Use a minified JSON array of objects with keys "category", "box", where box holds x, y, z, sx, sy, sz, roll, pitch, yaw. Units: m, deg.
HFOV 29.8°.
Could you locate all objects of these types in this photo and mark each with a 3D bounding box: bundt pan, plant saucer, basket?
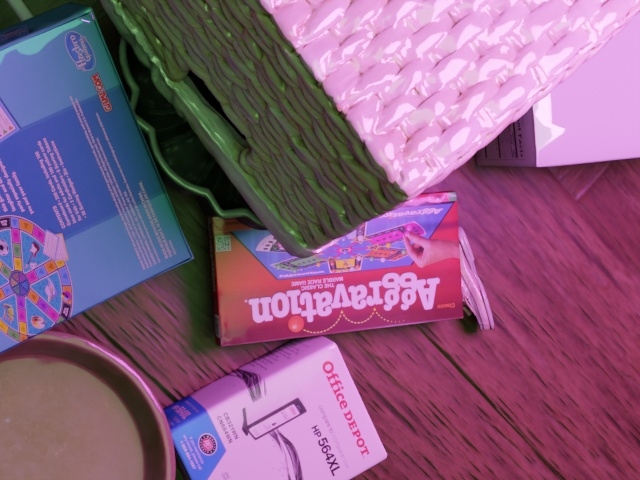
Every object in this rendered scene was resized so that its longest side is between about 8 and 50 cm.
[{"category":"bundt pan","box":[-0.053,-0.156,1.224,0.331,0.124,0.330,4,77,-20]},{"category":"plant saucer","box":[-0.278,0.225,1.153,0.278,0.041,0.277,2,85,-22]},{"category":"basket","box":[0.038,-0.211,1.062,0.331,0.266,0.328,-38,94,-21]}]

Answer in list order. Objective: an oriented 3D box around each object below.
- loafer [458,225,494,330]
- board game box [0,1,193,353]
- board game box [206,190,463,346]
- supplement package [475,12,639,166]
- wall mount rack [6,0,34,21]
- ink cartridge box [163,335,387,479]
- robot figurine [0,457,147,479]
[{"category":"loafer","box":[0.164,0.047,1.381,0.039,0.045,0.125,-19,93,0]},{"category":"board game box","box":[-0.314,-0.028,1.059,0.336,0.079,0.253,-27,114,-17]},{"category":"board game box","box":[0.020,0.028,1.304,0.281,0.027,0.145,-6,96,-19]},{"category":"supplement package","box":[0.317,-0.193,1.361,0.262,0.145,0.203,-7,95,-18]},{"category":"wall mount rack","box":[-0.382,-0.208,1.081,0.350,0.130,0.304,-34,121,-13]},{"category":"ink cartridge box","box":[-0.052,0.210,1.290,0.203,0.086,0.148,-27,102,-15]},{"category":"robot figurine","box":[-0.285,0.297,1.216,0.291,0.085,0.211,23,86,-18]}]
